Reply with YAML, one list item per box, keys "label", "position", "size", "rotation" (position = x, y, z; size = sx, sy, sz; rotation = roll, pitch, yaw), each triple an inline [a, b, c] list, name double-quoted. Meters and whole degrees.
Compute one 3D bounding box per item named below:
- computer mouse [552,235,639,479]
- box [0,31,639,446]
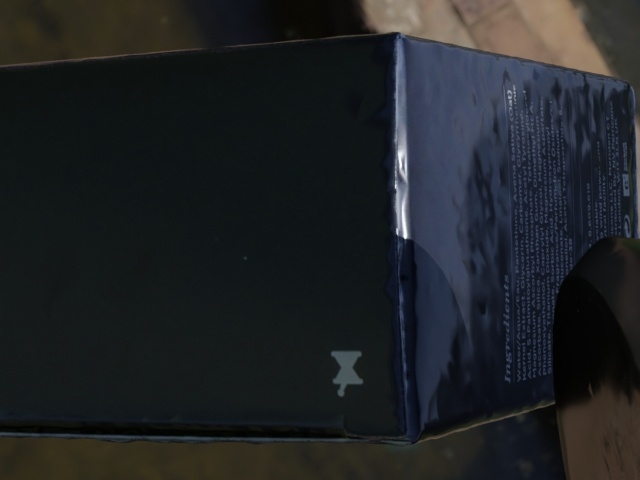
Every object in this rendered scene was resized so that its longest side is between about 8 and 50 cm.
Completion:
- label: "computer mouse"
  position: [0.117, 0.119, 0.398]
  size: [0.188, 0.072, 0.272]
  rotation: [89, -10, -60]
- label: "box"
  position: [0.000, 0.000, 0.580]
  size: [0.207, 0.153, 0.108]
  rotation: [-1, 90, -65]
